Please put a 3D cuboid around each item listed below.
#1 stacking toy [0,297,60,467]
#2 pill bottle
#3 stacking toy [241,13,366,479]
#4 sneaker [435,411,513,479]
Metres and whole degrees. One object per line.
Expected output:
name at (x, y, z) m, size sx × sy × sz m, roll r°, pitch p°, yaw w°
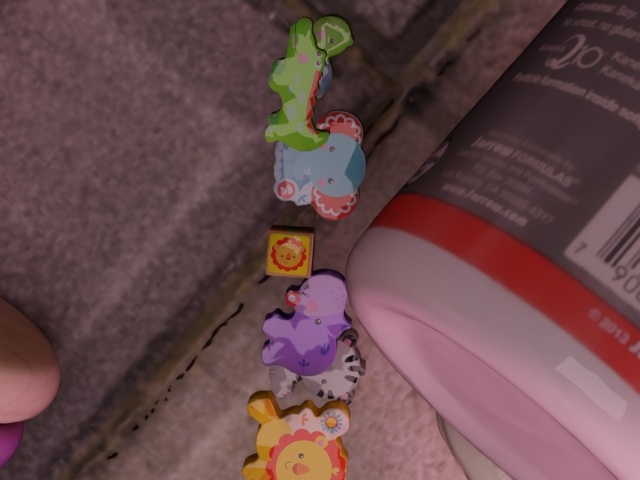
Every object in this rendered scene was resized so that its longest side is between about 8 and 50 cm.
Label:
stacking toy at (-0.265, 0.173, 0.892) m, size 0.141 × 0.141 × 0.330 m, roll 28°, pitch 100°, yaw -3°
pill bottle at (0.199, -0.050, 0.764) m, size 0.210 × 0.210 × 0.363 m, roll 43°, pitch 78°, yaw -6°
stacking toy at (0.000, 0.000, 0.839) m, size 0.052 × 0.167 × 0.221 m, roll 4°, pitch 100°, yaw 2°
sneaker at (0.203, 0.191, 0.882) m, size 0.148 × 0.131 × 0.350 m, roll -31°, pitch 96°, yaw 0°
